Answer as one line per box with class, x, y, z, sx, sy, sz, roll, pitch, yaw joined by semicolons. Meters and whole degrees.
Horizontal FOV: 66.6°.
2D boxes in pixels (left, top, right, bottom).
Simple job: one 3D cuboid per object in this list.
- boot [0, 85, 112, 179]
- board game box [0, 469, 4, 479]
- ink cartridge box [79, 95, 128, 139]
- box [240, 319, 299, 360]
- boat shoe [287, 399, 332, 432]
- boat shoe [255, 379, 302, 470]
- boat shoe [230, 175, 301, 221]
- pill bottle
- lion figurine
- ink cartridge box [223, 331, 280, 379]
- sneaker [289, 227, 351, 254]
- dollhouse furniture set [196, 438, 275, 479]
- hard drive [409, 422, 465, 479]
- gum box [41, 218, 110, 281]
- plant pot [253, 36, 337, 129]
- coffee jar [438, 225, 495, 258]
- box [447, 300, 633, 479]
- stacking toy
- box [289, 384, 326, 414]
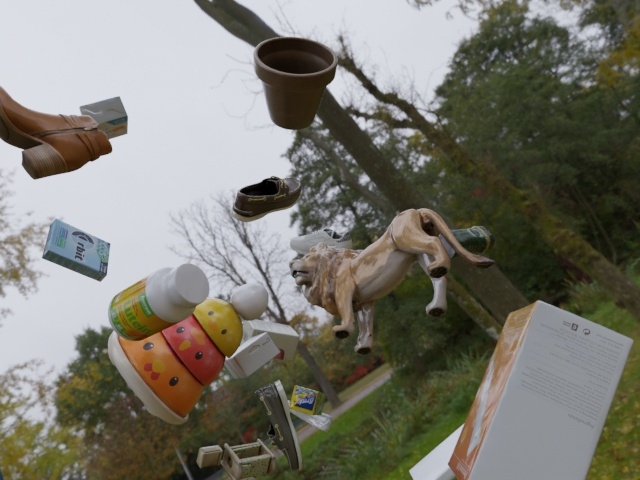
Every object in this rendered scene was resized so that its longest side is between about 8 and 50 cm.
boot;-0.489;-0.210;0.877;0.152;0.197;0.073;-35;5;-42
board game box;-0.762;0.525;0.885;0.336;0.254;0.079;-8;13;-9
ink cartridge box;-0.584;-0.318;1.323;0.104;0.062;0.181;-24;3;-22
box;-0.236;0.453;2.230;0.232;0.127;0.148;16;5;-25
boat shoe;-0.043;0.570;1.626;0.063;0.184;0.066;-60;-36;-19
boat shoe;-0.131;0.611;1.583;0.091;0.305;0.109;-16;6;-14
boat shoe;-0.170;-0.162;1.662;0.324;0.116;0.097;-29;-34;-45
pill bottle;-0.388;0.145;1.179;0.245;0.136;0.136;-27;-10;30
lion figurine;0.110;0.044;0.874;0.392;0.240;0.142;-31;-50;30
ink cartridge box;-0.258;0.419;1.761;0.154;0.093;0.212;-33;-3;-30
sneaker;0.000;0.000;1.680;0.235;0.095;0.090;5;29;23
dollhouse furniture set;-0.231;0.635;1.284;0.182;0.101;0.161;8;-82;-37
hard drive;0.406;0.627;1.450;0.307;0.040;0.203;-39;-9;-5
gum box;-0.756;0.030;1.521;0.041;0.157;0.184;-42;-51;18
plant pot;-0.087;-0.494;1.571;0.263;0.263;0.229;-25;-34;-27
coffee jar;0.493;0.004;1.638;0.184;0.096;0.079;-8;-50;-26
box;0.391;0.311;0.899;0.345;0.168;0.215;-64;-13;-11
stacking toy;-0.369;0.291;1.522;0.480;0.350;0.350;-40;-13;-13
box;-0.027;0.384;1.164;0.169;0.059;0.054;70;-146;-70
